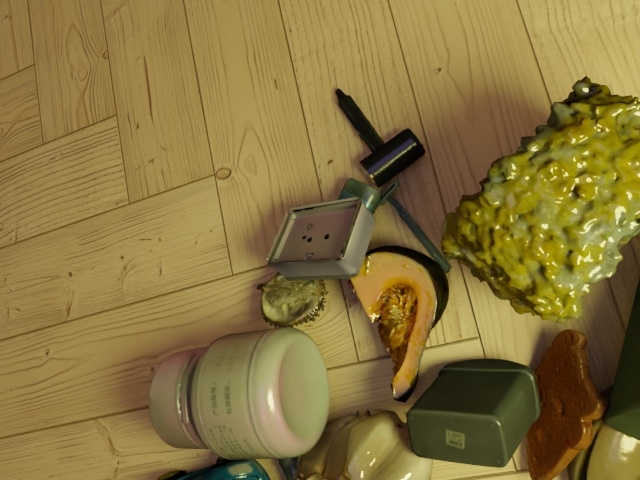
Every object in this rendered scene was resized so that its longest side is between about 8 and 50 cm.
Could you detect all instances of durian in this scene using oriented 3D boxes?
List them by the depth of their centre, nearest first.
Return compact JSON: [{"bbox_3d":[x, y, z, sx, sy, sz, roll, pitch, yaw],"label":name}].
[{"bbox_3d":[-0.057,0.119,1.119,0.188,0.091,0.149,9,75,31],"label":"durian"}]

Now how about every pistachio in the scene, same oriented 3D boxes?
[{"bbox_3d":[0.494,0.343,0.881,0.135,0.136,0.226,28,94,20],"label":"pistachio"}]

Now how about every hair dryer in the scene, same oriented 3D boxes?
[{"bbox_3d":[0.109,-0.247,1.129,0.128,0.070,0.255,-34,69,11],"label":"hair dryer"}]

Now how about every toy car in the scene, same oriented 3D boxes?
[{"bbox_3d":[-0.239,0.563,1.081,0.314,0.166,0.198,-22,79,14],"label":"toy car"}]

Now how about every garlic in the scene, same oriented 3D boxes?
[{"bbox_3d":[0.100,0.413,0.978,0.184,0.203,0.281,43,140,-6],"label":"garlic"}]

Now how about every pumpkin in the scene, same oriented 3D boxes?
[{"bbox_3d":[0.131,0.148,1.023,0.190,0.139,0.281,20,87,18],"label":"pumpkin"}]

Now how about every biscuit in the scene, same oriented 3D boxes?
[{"bbox_3d":[0.409,0.287,0.902,0.043,0.183,0.280,6,97,-11],"label":"biscuit"}]

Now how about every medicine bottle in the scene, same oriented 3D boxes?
[{"bbox_3d":[-0.160,0.304,1.045,0.301,0.241,0.241,-12,78,26],"label":"medicine bottle"},{"bbox_3d":[0.052,-0.025,1.111,0.090,0.053,0.209,31,100,38],"label":"medicine bottle"}]

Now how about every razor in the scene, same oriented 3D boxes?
[{"bbox_3d":[0.197,-0.020,1.084,0.211,0.036,0.084,51,123,12],"label":"razor"}]

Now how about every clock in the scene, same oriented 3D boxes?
[{"bbox_3d":[0.000,-0.001,1.035,0.193,0.073,0.145,-5,52,40],"label":"clock"}]

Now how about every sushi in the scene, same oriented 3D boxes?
[{"bbox_3d":[0.374,-0.045,0.835,0.240,0.396,0.351,47,104,16],"label":"sushi"}]

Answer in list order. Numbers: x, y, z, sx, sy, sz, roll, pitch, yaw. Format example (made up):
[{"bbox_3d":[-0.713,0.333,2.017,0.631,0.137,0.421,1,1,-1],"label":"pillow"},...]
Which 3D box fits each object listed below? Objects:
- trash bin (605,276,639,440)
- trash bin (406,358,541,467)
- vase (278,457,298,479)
[{"bbox_3d":[0.563,0.129,0.775,0.158,0.223,0.344,20,68,19],"label":"trash bin"},{"bbox_3d":[0.266,0.285,0.902,0.176,0.236,0.101,-6,96,35],"label":"trash bin"},{"bbox_3d":[-0.027,0.536,1.056,0.086,0.086,0.214,-25,71,14],"label":"vase"}]
